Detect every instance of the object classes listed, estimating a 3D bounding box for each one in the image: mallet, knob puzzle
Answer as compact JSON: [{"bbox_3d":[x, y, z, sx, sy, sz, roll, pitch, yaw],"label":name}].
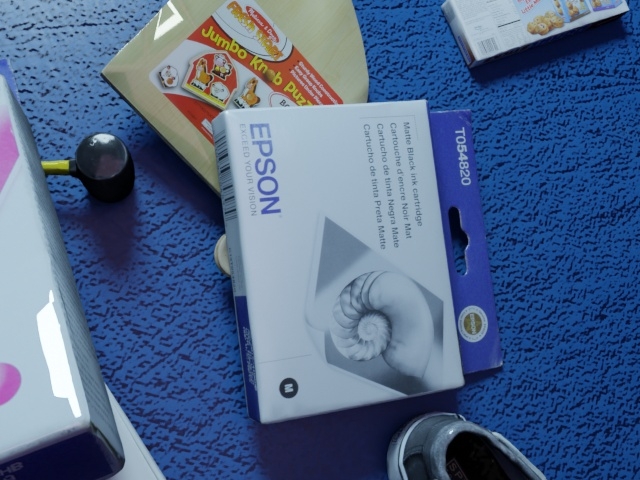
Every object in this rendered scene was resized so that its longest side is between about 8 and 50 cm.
[{"bbox_3d":[-0.226,-0.048,0.545,0.190,0.062,0.039,-3,77,-2],"label":"mallet"},{"bbox_3d":[-0.044,-0.130,0.602,0.213,0.030,0.213,1,88,-23],"label":"knob puzzle"}]

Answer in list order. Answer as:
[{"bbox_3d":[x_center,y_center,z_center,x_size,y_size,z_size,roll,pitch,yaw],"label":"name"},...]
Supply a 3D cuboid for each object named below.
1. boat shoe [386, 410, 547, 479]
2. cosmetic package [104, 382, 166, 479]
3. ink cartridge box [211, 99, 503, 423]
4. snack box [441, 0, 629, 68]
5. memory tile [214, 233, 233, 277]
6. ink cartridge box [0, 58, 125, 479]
[{"bbox_3d":[0.167,0.252,0.553,0.108,0.102,0.301,-34,89,-20],"label":"boat shoe"},{"bbox_3d":[-0.236,0.240,0.402,0.365,0.155,0.197,-29,96,-21],"label":"cosmetic package"},{"bbox_3d":[0.043,0.008,0.575,0.224,0.045,0.223,-7,88,-22],"label":"ink cartridge box"},{"bbox_3d":[0.200,-0.214,0.706,0.178,0.022,0.064,-21,84,-19],"label":"snack box"},{"bbox_3d":[0.000,0.000,0.594,0.148,0.012,0.113,-44,105,-18],"label":"memory tile"},{"bbox_3d":[-0.300,0.026,0.386,0.324,0.071,0.330,-20,55,-13],"label":"ink cartridge box"}]
